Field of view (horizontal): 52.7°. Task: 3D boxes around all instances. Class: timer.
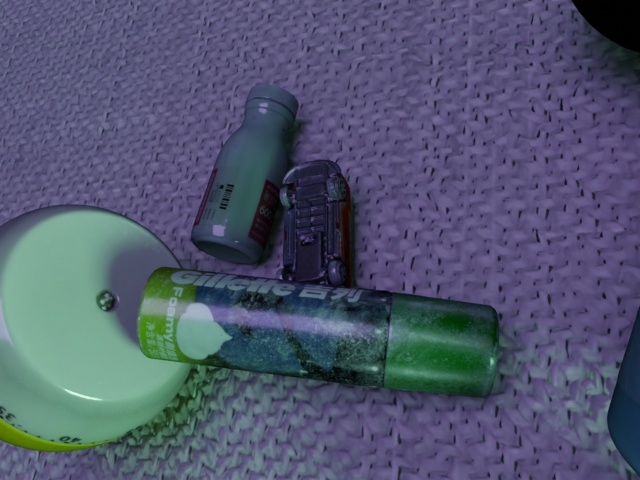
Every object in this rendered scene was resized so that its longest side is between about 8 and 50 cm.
[{"bbox_3d":[-0.300,0.114,0.735,0.285,0.285,0.285,-11,63,22],"label":"timer"}]

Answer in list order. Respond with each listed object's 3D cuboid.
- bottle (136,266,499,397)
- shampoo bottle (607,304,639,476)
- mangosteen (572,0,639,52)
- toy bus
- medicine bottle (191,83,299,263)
[{"bbox_3d":[-0.003,0.087,0.619,0.329,0.093,0.093,6,69,7],"label":"bottle"},{"bbox_3d":[0.366,0.013,0.338,0.331,0.331,0.343,19,97,32],"label":"shampoo bottle"},{"bbox_3d":[0.352,-0.277,0.551,0.297,0.297,0.294,14,76,31],"label":"mangosteen"},{"bbox_3d":[0.000,0.000,0.726,0.079,0.077,0.174,-10,63,22],"label":"toy bus"},{"bbox_3d":[-0.087,-0.084,0.802,0.090,0.090,0.217,6,69,29],"label":"medicine bottle"}]
